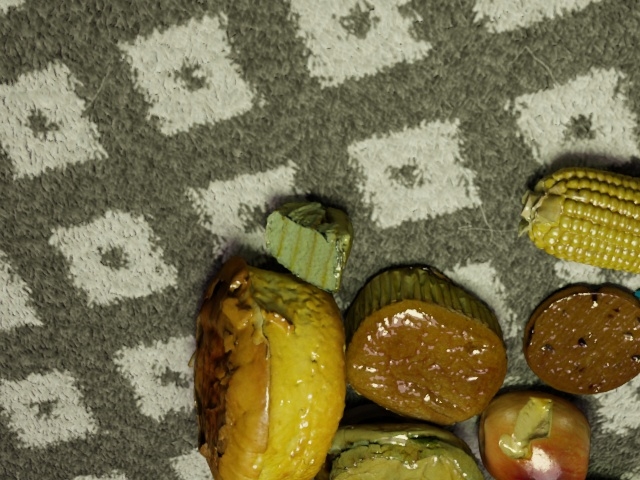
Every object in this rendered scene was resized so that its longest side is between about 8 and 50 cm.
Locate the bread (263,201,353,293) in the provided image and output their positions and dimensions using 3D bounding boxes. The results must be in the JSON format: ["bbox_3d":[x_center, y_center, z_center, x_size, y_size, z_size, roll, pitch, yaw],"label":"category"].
[{"bbox_3d":[0.005,0.002,1.769,0.156,0.110,0.103,36,124,29],"label":"bread"}]

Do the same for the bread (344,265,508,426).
[{"bbox_3d":[0.159,0.172,1.848,0.253,0.142,0.227,33,113,-11],"label":"bread"}]

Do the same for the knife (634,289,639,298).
[{"bbox_3d":[0.544,0.075,1.697,0.044,0.296,0.026,14,82,-20],"label":"knife"}]

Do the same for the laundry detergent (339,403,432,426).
[{"bbox_3d":[0.082,0.336,1.997,0.237,0.076,0.171,24,121,-6],"label":"laundry detergent"}]

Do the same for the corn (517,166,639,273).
[{"bbox_3d":[0.478,-0.017,1.697,0.387,0.144,0.144,9,122,-1],"label":"corn"}]

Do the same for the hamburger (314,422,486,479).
[{"bbox_3d":[0.126,0.382,1.886,0.284,0.134,0.266,-4,125,13],"label":"hamburger"}]

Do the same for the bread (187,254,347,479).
[{"bbox_3d":[-0.082,0.204,1.806,0.204,0.337,0.358,-2,128,-20],"label":"bread"}]

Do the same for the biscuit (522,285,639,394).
[{"bbox_3d":[0.423,0.158,1.869,0.212,0.036,0.212,4,123,5],"label":"biscuit"}]

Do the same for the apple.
[{"bbox_3d":[0.340,0.326,1.907,0.199,0.199,0.199,3,122,5],"label":"apple"}]
